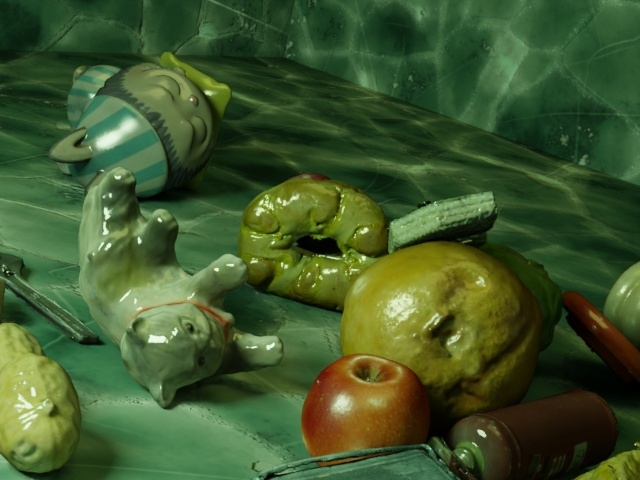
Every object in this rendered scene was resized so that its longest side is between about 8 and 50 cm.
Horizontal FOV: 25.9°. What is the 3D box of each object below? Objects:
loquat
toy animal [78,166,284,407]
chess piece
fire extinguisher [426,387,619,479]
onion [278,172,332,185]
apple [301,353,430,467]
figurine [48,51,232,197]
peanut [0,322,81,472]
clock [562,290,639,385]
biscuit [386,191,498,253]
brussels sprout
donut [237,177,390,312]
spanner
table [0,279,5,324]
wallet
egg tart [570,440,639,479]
[{"bbox_3d":[0.161,0.122,1.869,0.276,0.276,0.284,13,11,4],"label":"loquat"},{"bbox_3d":[-0.238,0.069,1.843,0.266,0.308,0.188,-3,24,44],"label":"toy animal"},{"bbox_3d":[0.624,0.163,2.281,0.167,0.167,0.300,-1,27,-37],"label":"chess piece"},{"bbox_3d":[0.251,0.270,1.720,0.337,0.106,0.147,-7,34,-46],"label":"fire extinguisher"},{"bbox_3d":[-0.045,-0.037,2.461,0.195,0.159,0.159,-13,26,-26],"label":"onion"},{"bbox_3d":[0.055,0.214,1.695,0.163,0.139,0.163,13,16,-4],"label":"apple"},{"bbox_3d":[-0.409,-0.223,2.644,0.361,0.266,0.378,13,15,27],"label":"figurine"},{"bbox_3d":[-0.342,0.176,1.604,0.101,0.117,0.263,27,4,-31],"label":"peanut"},{"bbox_3d":[0.444,0.160,2.160,0.205,0.051,0.205,46,5,-5],"label":"clock"},{"bbox_3d":[0.169,-0.014,1.942,0.147,0.046,0.250,-11,-12,-1],"label":"biscuit"},{"bbox_3d":[0.252,0.101,2.115,0.244,0.244,0.244,11,16,-3],"label":"brussels sprout"},{"bbox_3d":[0.000,0.000,2.262,0.261,0.208,0.128,17,16,2],"label":"donut"},{"bbox_3d":[-0.416,0.081,2.024,0.093,0.026,0.325,-3,23,-42],"label":"spanner"},{"bbox_3d":[-0.485,0.075,1.918,0.083,0.070,0.082,4,14,-21],"label":"table"},{"bbox_3d":[0.088,0.331,1.453,0.237,0.075,0.342,-3,23,-25],"label":"wallet"},{"bbox_3d":[0.407,0.328,1.609,0.290,0.115,0.290,10,18,-3],"label":"egg tart"}]
